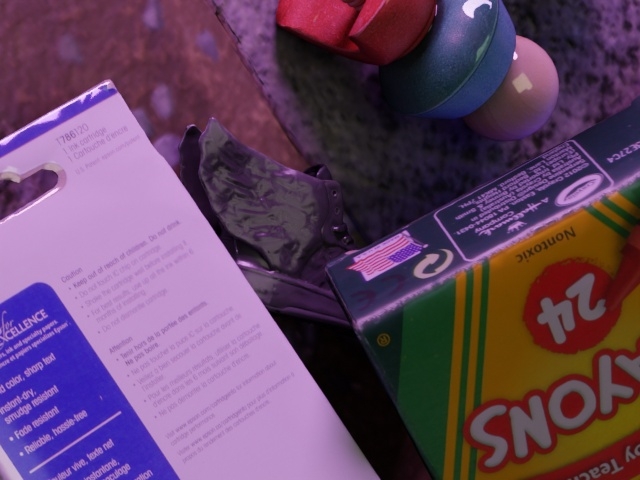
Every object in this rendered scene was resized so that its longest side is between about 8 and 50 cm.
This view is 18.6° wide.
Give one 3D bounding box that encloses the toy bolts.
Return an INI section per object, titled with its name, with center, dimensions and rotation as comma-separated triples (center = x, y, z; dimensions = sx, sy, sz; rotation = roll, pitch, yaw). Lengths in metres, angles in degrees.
[toy bolts]
center = 0.113, -0.160, 1.044
dimensions = 0.158, 0.218, 0.228
rotation = 30, 89, -33

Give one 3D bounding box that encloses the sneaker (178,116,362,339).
[sneaker]
center = -0.001, 0.000, 1.031
dimensions = 0.170, 0.051, 0.089
rotation = 16, 82, -27

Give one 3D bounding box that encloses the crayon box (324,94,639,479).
[crayon box]
center = 0.162, 0.107, 1.028
dimensions = 0.202, 0.081, 0.318
rotation = -29, 116, 0

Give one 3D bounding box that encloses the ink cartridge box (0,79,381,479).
[ink cartridge box]
center = -0.080, 0.102, 0.941
dimensions = 0.165, 0.065, 0.332
rotation = -32, 90, -30
